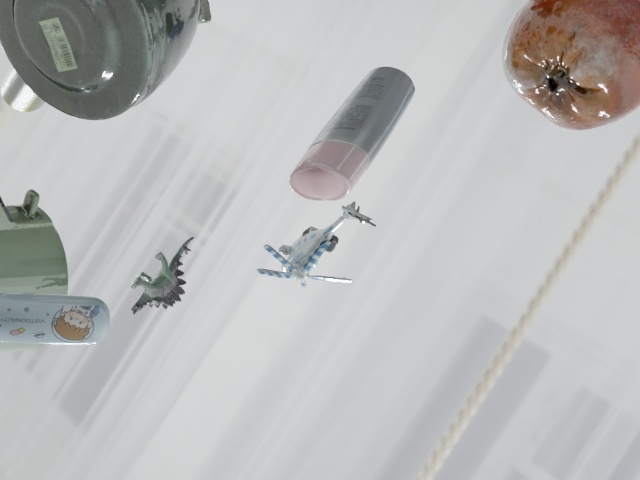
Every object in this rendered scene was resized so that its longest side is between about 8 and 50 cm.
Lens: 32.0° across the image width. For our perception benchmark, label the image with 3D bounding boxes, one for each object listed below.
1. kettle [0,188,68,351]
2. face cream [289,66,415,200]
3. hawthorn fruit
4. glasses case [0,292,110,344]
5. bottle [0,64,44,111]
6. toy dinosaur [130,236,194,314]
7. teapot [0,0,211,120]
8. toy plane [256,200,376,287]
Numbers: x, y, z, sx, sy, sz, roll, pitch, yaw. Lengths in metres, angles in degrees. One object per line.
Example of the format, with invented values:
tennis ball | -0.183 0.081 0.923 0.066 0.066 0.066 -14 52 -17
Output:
kettle | -0.606 0.026 1.753 0.377 0.361 0.250 -3 -141 -48
face cream | 0.041 -0.122 1.272 0.084 0.198 0.057 -1 130 37
hawthorn fruit | 0.412 -0.293 1.681 0.235 0.263 0.231 53 -178 25
glasses case | -0.390 0.112 1.590 0.179 0.067 0.045 3 -163 -14
bottle | -0.451 -0.277 1.791 0.082 0.082 0.286 33 160 -16
toy dinosaur | -0.254 0.062 1.832 0.082 0.039 0.209 46 -141 -14
teapot | -0.292 -0.311 1.426 0.322 0.239 0.239 16 -145 22
toy plane | -0.009 -0.005 2.078 0.182 0.107 0.273 14 140 -4
